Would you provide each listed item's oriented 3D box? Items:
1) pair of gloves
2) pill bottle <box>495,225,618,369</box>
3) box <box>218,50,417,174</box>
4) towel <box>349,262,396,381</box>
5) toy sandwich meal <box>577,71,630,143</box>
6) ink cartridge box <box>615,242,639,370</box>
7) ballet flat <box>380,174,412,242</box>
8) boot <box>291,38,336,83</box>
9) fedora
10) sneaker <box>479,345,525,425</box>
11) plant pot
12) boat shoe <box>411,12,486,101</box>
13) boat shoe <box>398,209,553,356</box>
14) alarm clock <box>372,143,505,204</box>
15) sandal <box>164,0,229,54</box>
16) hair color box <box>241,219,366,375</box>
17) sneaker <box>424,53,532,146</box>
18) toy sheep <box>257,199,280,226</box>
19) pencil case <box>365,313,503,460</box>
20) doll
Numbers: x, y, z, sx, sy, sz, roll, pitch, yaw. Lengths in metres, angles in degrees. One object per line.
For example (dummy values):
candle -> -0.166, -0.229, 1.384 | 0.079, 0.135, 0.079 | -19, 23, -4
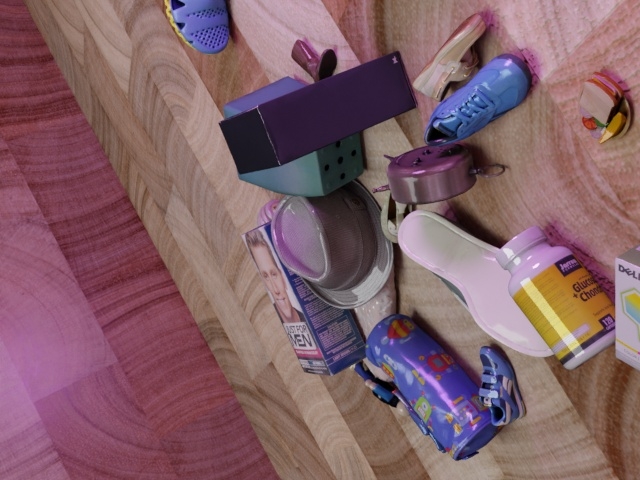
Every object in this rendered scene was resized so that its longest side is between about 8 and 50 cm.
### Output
pair of gloves -> 0.206, 0.353, 1.620 | 0.159, 0.023, 0.198 | 50, -176, 14
pill bottle -> 0.321, 0.074, 1.090 | 0.184, 0.103, 0.103 | 56, 155, 18
box -> -0.007, -0.203, 1.298 | 0.184, 0.261, 0.103 | -5, 109, 66
towel -> 0.057, 0.103, 1.743 | 0.317, 0.053, 0.332 | 42, 149, 42
toy sandwich meal -> 0.326, -0.152, 0.941 | 0.085, 0.029, 0.086 | 46, 151, 36
ink cartridge box -> 0.410, 0.068, 0.948 | 0.109, 0.062, 0.209 | 34, 142, 51
ballet flat -> 0.134, -0.051, 1.405 | 0.052, 0.057, 0.168 | -98, 2, -52
boot -> -0.017, -0.340, 1.474 | 0.114, 0.037, 0.106 | 57, 154, 27
fedora -> 0.000, 0.000, 1.552 | 0.243, 0.124, 0.276 | -40, 66, 35
sneaker -> 0.299, 0.249, 1.370 | 0.144, 0.059, 0.053 | 68, 159, -6
plant pot -> -0.037, -0.184, 1.525 | 0.234, 0.165, 0.166 | 28, 138, 42
boat shoe -> 0.188, -0.247, 1.111 | 0.059, 0.063, 0.170 | 40, 155, -2
boat shoe -> 0.260, 0.063, 1.259 | 0.319, 0.116, 0.099 | 41, -169, 31
alarm clock -> 0.181, -0.103, 1.195 | 0.192, 0.129, 0.064 | 3, 117, 32
sandal -> -0.256, -0.539, 1.670 | 0.138, 0.126, 0.318 | 25, 137, 50
hair color box -> -0.037, 0.116, 1.758 | 0.347, 0.105, 0.174 | 66, 157, -3
sneaker -> 0.206, -0.177, 1.087 | 0.069, 0.082, 0.209 | 48, 157, -4
toy sheep -> -0.107, -0.047, 1.894 | 0.091, 0.091, 0.132 | 56, 137, 18
pencil case -> 0.206, 0.273, 1.511 | 0.306, 0.119, 0.133 | 47, 134, 35
doll -> 0.137, 0.328, 1.776 | 0.129, 0.046, 0.189 | 39, 179, -44
